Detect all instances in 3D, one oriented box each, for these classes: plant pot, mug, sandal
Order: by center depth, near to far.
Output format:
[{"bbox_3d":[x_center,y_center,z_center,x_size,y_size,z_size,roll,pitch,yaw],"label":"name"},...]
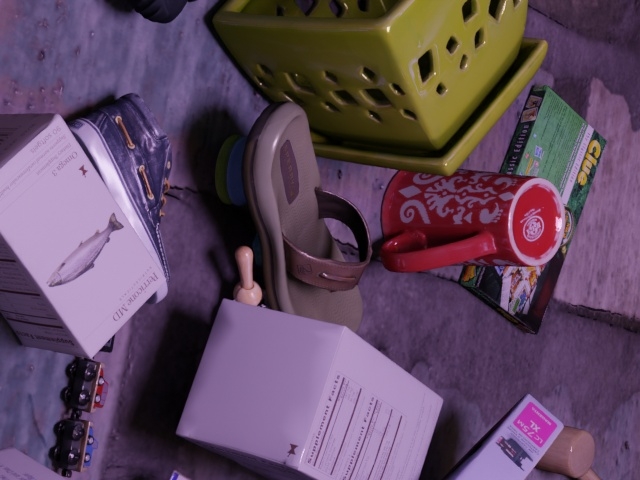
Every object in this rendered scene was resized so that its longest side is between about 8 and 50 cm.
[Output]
[{"bbox_3d":[-0.001,0.000,1.437,0.303,0.086,0.120,73,32,-47],"label":"sandal"},{"bbox_3d":[0.072,-0.193,1.454,0.227,0.228,0.207,-50,131,-28],"label":"plant pot"},{"bbox_3d":[0.155,-0.008,1.573,0.113,0.169,0.150,43,65,-37],"label":"mug"}]

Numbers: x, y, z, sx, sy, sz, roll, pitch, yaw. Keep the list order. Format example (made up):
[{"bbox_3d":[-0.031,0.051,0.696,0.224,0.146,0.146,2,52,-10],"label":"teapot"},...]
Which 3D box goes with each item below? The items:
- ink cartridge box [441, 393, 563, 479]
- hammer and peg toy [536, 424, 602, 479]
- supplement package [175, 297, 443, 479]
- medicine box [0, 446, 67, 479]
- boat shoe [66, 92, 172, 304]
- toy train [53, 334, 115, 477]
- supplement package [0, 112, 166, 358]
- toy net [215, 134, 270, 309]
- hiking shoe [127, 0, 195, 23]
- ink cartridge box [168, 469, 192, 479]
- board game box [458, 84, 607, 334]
[{"bbox_3d":[0.121,0.286,1.505,0.065,0.186,0.311,41,33,6],"label":"ink cartridge box"},{"bbox_3d":[0.309,0.415,1.775,0.266,0.127,0.361,28,74,-40],"label":"hammer and peg toy"},{"bbox_3d":[-0.003,0.164,1.416,0.244,0.139,0.134,40,65,-58],"label":"supplement package"},{"bbox_3d":[-0.317,0.329,1.144,0.289,0.149,0.263,-10,111,-42],"label":"medicine box"},{"bbox_3d":[-0.160,-0.038,1.349,0.083,0.065,0.183,-36,115,-34],"label":"boat shoe"},{"bbox_3d":[-0.207,0.133,1.346,0.036,0.027,0.158,19,80,-53],"label":"toy train"},{"bbox_3d":[-0.232,-0.005,1.257,0.105,0.105,0.179,-49,123,-30],"label":"supplement package"},{"bbox_3d":[-0.066,0.017,1.462,0.122,0.045,0.232,5,93,-69],"label":"toy net"},{"bbox_3d":[-0.059,-0.299,1.382,0.132,0.113,0.304,44,64,-25],"label":"hiking shoe"},{"bbox_3d":[-0.070,0.370,1.464,0.371,0.069,0.176,40,67,-40],"label":"ink cartridge box"},{"bbox_3d":[0.251,-0.036,1.758,0.136,0.030,0.260,35,70,-36],"label":"board game box"}]
